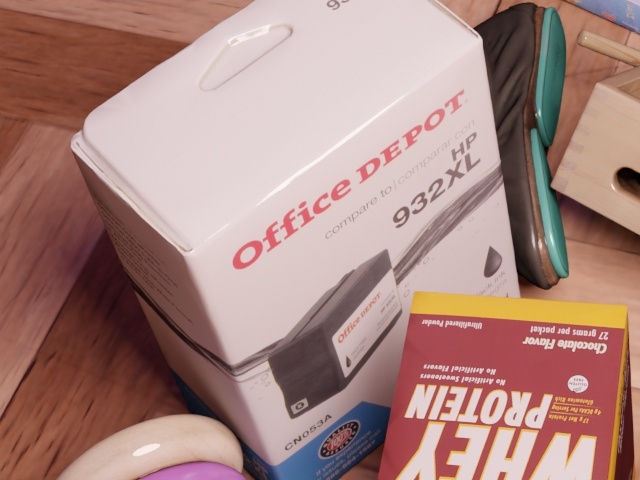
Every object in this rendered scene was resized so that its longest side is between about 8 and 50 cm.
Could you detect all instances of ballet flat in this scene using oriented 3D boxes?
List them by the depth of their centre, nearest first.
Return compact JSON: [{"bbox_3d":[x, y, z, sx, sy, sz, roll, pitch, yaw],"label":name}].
[{"bbox_3d":[0.133,-0.065,1.285,0.096,0.095,0.280,-10,42,17],"label":"ballet flat"}]

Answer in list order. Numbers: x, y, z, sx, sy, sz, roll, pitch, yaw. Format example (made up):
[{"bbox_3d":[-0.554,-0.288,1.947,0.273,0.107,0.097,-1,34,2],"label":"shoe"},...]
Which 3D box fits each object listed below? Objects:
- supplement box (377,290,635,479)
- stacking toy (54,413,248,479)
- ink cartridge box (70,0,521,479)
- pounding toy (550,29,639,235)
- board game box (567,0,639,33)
[{"bbox_3d":[0.114,0.165,1.044,0.129,0.194,0.191,3,55,14],"label":"supplement box"},{"bbox_3d":[-0.049,0.272,1.056,0.141,0.141,0.330,-26,60,-8],"label":"stacking toy"},{"bbox_3d":[0.000,0.000,1.120,0.223,0.307,0.129,-37,55,-15],"label":"ink cartridge box"},{"bbox_3d":[0.244,-0.070,1.246,0.181,0.094,0.206,30,25,20],"label":"pounding toy"},{"bbox_3d":[0.260,-0.274,1.439,0.160,0.039,0.211,29,65,28],"label":"board game box"}]
